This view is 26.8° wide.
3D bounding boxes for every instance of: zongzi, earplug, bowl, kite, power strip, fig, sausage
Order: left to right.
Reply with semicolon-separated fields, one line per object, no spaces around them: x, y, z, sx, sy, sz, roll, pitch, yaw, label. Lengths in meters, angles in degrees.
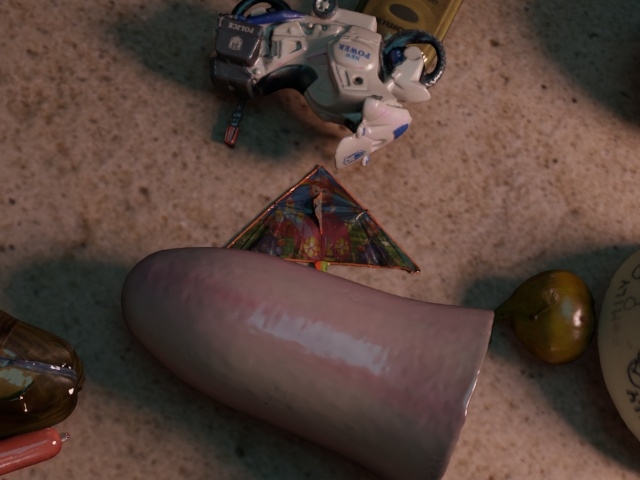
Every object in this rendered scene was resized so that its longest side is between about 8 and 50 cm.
-0.320;0.150;1.046;0.221;0.112;0.242;20;64;0;zongzi
-0.310;0.191;1.078;0.223;0.029;0.029;-16;71;-18;sausage
-0.025;0.090;1.123;0.301;0.172;0.172;19;64;3;earplug
0.000;0.000;1.240;0.190;0.010;0.159;3;67;-10;kite
0.121;-0.294;1.364;0.092;0.066;0.387;26;65;2;power strip
0.202;0.066;1.224;0.098;0.082;0.084;11;100;9;fig
0.379;0.091;1.194;0.238;0.126;0.237;10;66;-24;bowl

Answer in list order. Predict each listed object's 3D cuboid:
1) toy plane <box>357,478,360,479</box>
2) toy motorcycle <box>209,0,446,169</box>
0.011;0.253;1.101;0.188;0.135;0.062;3;19;21;toy plane
-0.003;-0.148;1.240;0.221;0.102;0.150;15;77;9;toy motorcycle
